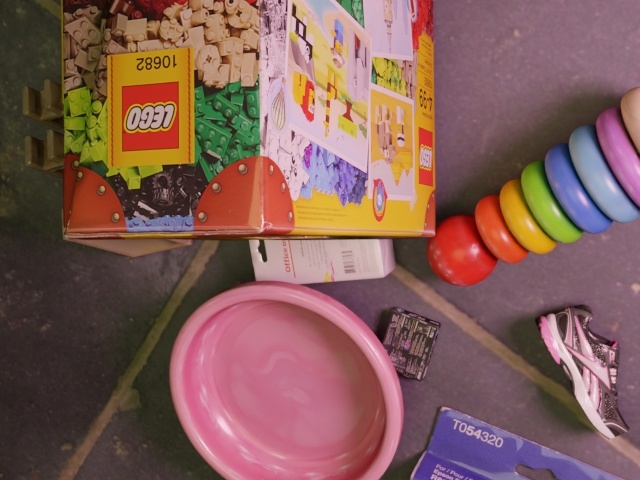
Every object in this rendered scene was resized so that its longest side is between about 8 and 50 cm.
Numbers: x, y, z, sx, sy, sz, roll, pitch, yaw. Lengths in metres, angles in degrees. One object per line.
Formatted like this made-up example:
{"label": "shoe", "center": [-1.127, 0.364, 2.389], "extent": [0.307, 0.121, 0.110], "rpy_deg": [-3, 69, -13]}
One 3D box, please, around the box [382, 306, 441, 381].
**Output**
{"label": "box", "center": [0.117, 0.139, 1.287], "extent": [0.067, 0.018, 0.083], "rpy_deg": [19, 108, 16]}

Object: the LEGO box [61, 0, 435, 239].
{"label": "LEGO box", "center": [-0.038, -0.186, 0.981], "extent": [0.193, 0.500, 0.373], "rpy_deg": [-1, 90, 22]}

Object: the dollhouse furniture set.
{"label": "dollhouse furniture set", "center": [-0.274, -0.113, 1.339], "extent": [0.212, 0.161, 0.242], "rpy_deg": [-12, 75, 22]}

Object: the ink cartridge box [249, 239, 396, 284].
{"label": "ink cartridge box", "center": [0.000, 0.000, 1.277], "extent": [0.181, 0.061, 0.104], "rpy_deg": [-5, 99, 21]}

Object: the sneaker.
{"label": "sneaker", "center": [0.340, 0.159, 1.184], "extent": [0.077, 0.072, 0.178], "rpy_deg": [-30, 96, 13]}

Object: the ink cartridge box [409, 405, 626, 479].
{"label": "ink cartridge box", "center": [0.253, 0.431, 1.276], "extent": [0.324, 0.071, 0.330], "rpy_deg": [20, 109, 16]}

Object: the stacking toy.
{"label": "stacking toy", "center": [0.269, -0.038, 1.136], "extent": [0.330, 0.141, 0.141], "rpy_deg": [-32, 90, 28]}

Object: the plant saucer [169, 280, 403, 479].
{"label": "plant saucer", "center": [-0.042, 0.202, 1.309], "extent": [0.332, 0.084, 0.332], "rpy_deg": [8, 113, 19]}
